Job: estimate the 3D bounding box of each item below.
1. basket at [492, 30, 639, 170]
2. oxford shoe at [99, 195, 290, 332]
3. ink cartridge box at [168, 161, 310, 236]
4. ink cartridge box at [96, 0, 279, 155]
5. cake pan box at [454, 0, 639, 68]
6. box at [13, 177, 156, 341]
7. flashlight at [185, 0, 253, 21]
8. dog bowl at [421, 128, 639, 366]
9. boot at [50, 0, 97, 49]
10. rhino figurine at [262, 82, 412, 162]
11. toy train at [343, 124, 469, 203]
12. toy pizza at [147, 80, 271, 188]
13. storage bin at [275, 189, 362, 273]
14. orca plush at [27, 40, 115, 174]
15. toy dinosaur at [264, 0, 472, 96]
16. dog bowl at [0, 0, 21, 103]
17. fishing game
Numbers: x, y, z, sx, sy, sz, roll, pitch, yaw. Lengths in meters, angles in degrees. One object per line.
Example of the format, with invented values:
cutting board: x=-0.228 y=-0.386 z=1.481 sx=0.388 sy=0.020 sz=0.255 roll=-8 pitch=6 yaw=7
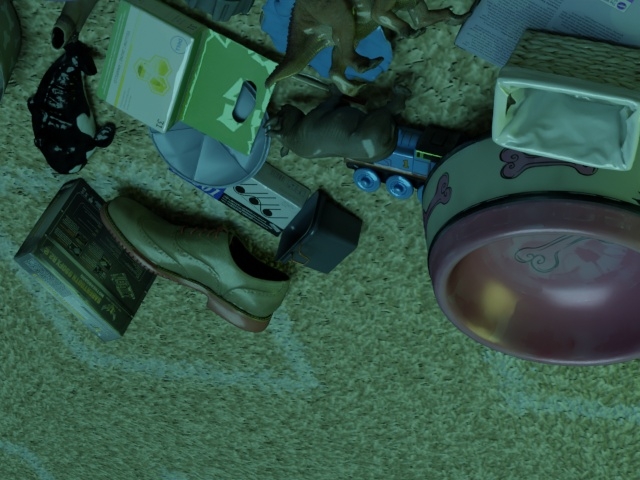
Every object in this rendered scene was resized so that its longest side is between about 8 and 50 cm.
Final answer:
basket: x=0.293 y=-0.166 z=1.363 sx=0.167 sy=0.103 sz=0.113 roll=13 pitch=142 yaw=15
oxford shoe: x=-0.207 y=0.010 z=2.003 sx=0.348 sy=0.123 sz=0.130 roll=32 pitch=117 yaw=-7
ink cartridge box: x=-0.128 y=-0.095 z=1.854 sx=0.207 sy=0.046 sz=0.097 roll=32 pitch=142 yaw=-8
ink cartridge box: x=-0.191 y=-0.227 z=1.672 sx=0.235 sy=0.056 sz=0.171 roll=30 pitch=128 yaw=7
cake pan box: x=0.313 y=-0.268 z=1.368 sx=0.267 sy=0.070 sz=0.246 roll=26 pitch=142 yaw=-1
box: x=-0.399 y=0.036 z=2.059 sx=0.056 sy=0.183 sz=0.231 roll=-15 pitch=129 yaw=41
flashlight: x=-0.089 y=-0.397 z=1.417 sx=0.103 sy=0.103 sz=0.304 roll=30 pitch=145 yaw=-1
dog bowl: x=0.326 y=0.024 z=1.561 sx=0.408 sy=0.150 sz=0.408 roll=9 pitch=146 yaw=6
boot: x=-0.349 y=-0.326 z=1.666 sx=0.042 sy=0.087 sz=0.118 roll=26 pitch=143 yaw=2
rhino figurine: x=0.012 y=-0.158 z=1.623 sx=0.243 sy=0.106 sz=0.073 roll=5 pitch=153 yaw=36
toy train: x=0.122 y=-0.115 z=1.663 sx=0.184 sy=0.080 sz=0.105 roll=16 pitch=133 yaw=17
toy pizza: x=-0.164 y=-0.173 z=1.748 sx=0.201 sy=0.032 sz=0.201 roll=9 pitch=118 yaw=17
storage bin: x=0.000 y=0.000 z=1.865 sx=0.091 sy=0.098 sz=0.135 roll=24 pitch=145 yaw=-15
orca plush: x=-0.405 y=-0.182 z=1.862 sx=0.151 sy=0.102 sz=0.287 roll=32 pitch=143 yaw=-9
toy dinosaur: x=0.040 y=-0.296 z=1.363 sx=0.295 sy=0.127 sz=0.200 roll=-34 pitch=86 yaw=10
dog bowl: x=-0.617 y=-0.336 z=1.799 sx=0.349 sy=0.102 sz=0.349 roll=16 pitch=143 yaw=13
fishing game: x=0.009 y=-0.274 z=1.549 sx=0.189 sy=0.041 sz=0.264 roll=20 pitch=157 yaw=5
